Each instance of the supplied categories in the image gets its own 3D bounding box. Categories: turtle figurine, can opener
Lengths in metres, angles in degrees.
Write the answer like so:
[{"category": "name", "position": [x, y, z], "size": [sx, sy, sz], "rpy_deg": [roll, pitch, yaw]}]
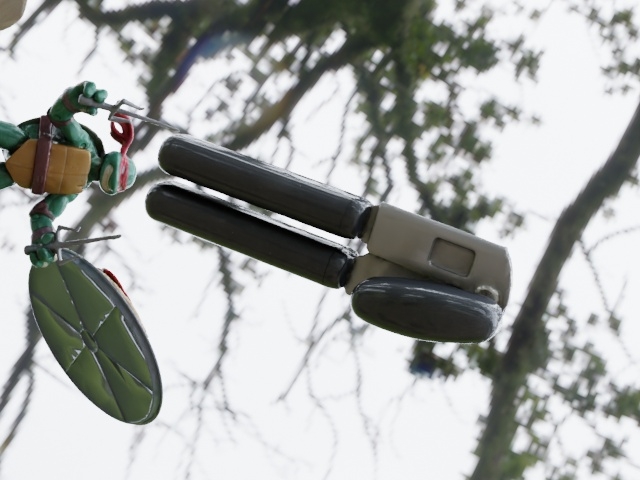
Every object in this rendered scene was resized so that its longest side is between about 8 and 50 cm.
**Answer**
[{"category": "turtle figurine", "position": [-0.253, -0.066, 1.366], "size": [0.234, 0.118, 0.175], "rpy_deg": [6, -81, -11]}, {"category": "can opener", "position": [0.000, 0.000, 1.062], "size": [0.283, 0.095, 0.076], "rpy_deg": [20, -77, 13]}]

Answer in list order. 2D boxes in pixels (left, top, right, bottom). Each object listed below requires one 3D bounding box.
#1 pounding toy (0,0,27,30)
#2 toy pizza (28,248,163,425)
[{"category": "pounding toy", "position": [-0.216, -0.136, 0.604], "size": [0.154, 0.269, 0.155], "rpy_deg": [37, 11, -37]}, {"category": "toy pizza", "position": [-0.216, 0.091, 1.476], "size": [0.201, 0.032, 0.201], "rpy_deg": [32, -41, 32]}]
